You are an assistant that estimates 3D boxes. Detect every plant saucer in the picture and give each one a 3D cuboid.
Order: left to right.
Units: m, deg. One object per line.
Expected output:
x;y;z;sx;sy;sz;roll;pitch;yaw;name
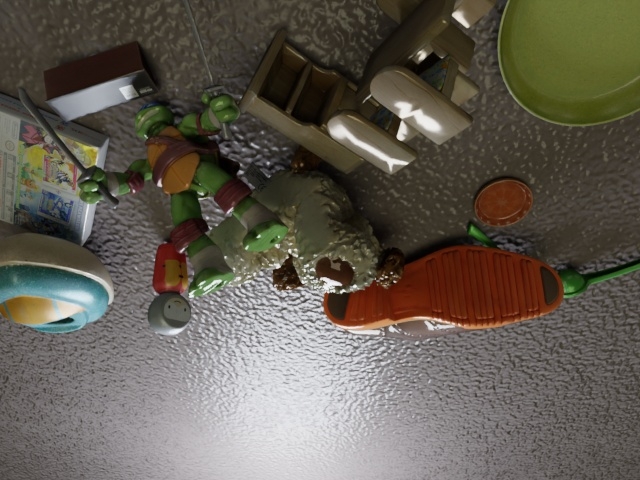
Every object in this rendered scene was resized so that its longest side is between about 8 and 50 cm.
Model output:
0.272;-0.057;0.734;0.083;0.013;0.084;3;128;4;plant saucer
0.325;-0.251;0.564;0.240;0.037;0.241;3;129;3;plant saucer

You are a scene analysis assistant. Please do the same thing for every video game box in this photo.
-0.430;-0.102;0.735;0.187;0.048;0.205;23;127;-11;video game box

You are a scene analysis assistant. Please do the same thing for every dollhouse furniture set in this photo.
0.040;-0.194;0.527;0.161;0.212;0.242;29;152;-19;dollhouse furniture set

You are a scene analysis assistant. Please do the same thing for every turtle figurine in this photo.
-0.176;-0.083;0.564;0.266;0.197;0.275;53;157;13;turtle figurine

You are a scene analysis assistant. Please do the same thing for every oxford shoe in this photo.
0.194;0.096;0.801;0.363;0.130;0.133;-5;151;23;oxford shoe

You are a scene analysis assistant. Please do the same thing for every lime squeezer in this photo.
0.377;0.044;0.793;0.310;0.059;0.110;8;98;0;lime squeezer

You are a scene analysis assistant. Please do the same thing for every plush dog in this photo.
0.000;0.000;0.725;0.262;0.211;0.225;0;148;31;plush dog

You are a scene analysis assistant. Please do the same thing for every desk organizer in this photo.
-0.285;-0.206;0.638;0.130;0.050;0.047;-18;160;-1;desk organizer

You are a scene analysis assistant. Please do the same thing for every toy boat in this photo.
-0.368;0.084;0.779;0.318;0.148;0.267;-3;159;-7;toy boat
